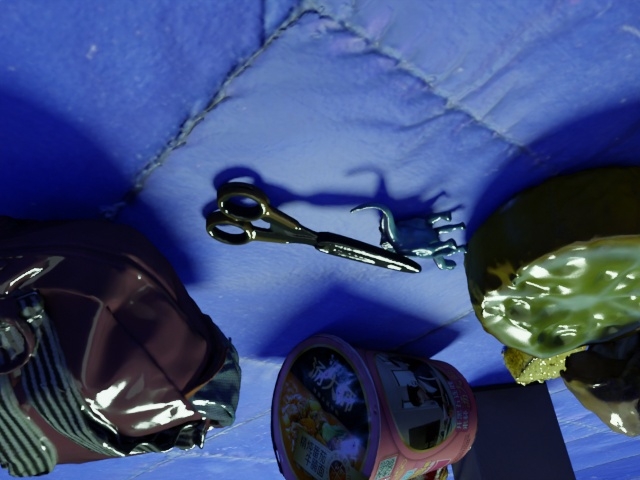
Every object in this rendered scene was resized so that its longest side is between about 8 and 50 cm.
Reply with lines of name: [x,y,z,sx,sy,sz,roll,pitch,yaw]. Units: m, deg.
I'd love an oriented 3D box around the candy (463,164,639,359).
candy: [0.284,0.029,0.647,0.260,0.118,0.260,-5,145,-3]

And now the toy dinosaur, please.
toy dinosaur: [0.103,-0.002,0.621,0.080,0.045,0.197,-18,152,34]

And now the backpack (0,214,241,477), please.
backpack: [-0.233,0.102,0.565,0.283,0.197,0.317,-7,147,1]

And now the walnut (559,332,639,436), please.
walnut: [0.425,0.142,0.752,0.238,0.204,0.141,-33,101,10]

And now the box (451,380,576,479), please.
box: [0.352,0.416,1.139,0.188,0.252,0.153,-4,149,-8]

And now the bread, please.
bread: [0.349,0.173,0.941,0.103,0.065,0.187,-11,149,-5]

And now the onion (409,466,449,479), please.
onion: [0.165,0.449,1.277,0.218,0.140,0.195,21,164,31]

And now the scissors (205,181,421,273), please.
scissors: [0.000,0.000,0.588,0.220,0.017,0.088,16,140,-16]

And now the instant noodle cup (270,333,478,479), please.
instant noodle cup: [0.092,0.258,0.884,0.255,0.244,0.244,10,144,-37]
